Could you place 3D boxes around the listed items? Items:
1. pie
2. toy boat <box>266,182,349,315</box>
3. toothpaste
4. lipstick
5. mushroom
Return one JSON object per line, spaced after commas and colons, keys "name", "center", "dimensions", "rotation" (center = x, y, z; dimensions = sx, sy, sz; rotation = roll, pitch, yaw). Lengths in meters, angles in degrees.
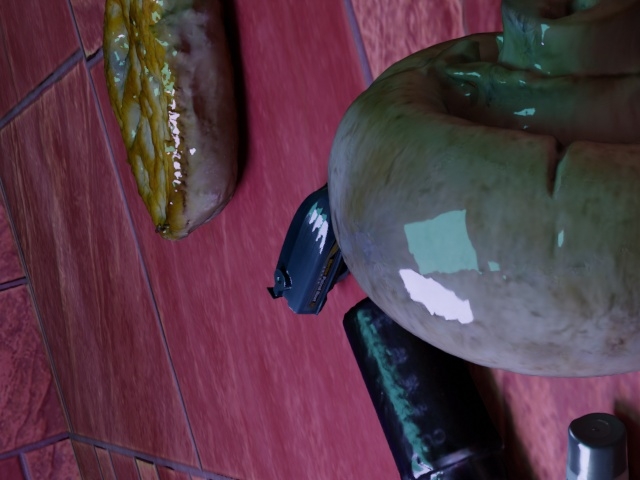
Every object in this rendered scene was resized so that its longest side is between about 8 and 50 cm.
{"name": "pie", "center": [-0.154, -0.156, 1.323], "dimensions": [0.315, 0.092, 0.315], "rotation": [167, 90, -70]}
{"name": "toy boat", "center": [0.000, 0.000, 1.116], "dimensions": [0.055, 0.060, 0.141], "rotation": [59, 146, 32]}
{"name": "toothpaste", "center": [0.181, 0.220, 0.877], "dimensions": [0.062, 0.039, 0.239], "rotation": [-127, 27, -59]}
{"name": "lipstick", "center": [0.101, 0.173, 0.972], "dimensions": [0.299, 0.081, 0.081], "rotation": [67, 156, 17]}
{"name": "mushroom", "center": [0.102, -0.034, 0.701], "dimensions": [0.254, 0.189, 0.195], "rotation": [32, 135, 46]}
